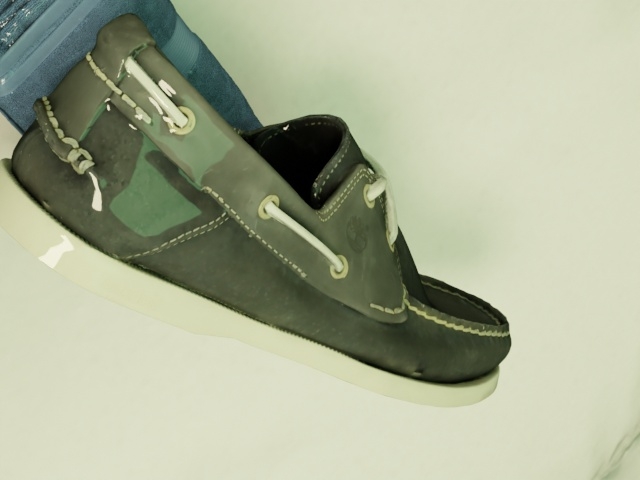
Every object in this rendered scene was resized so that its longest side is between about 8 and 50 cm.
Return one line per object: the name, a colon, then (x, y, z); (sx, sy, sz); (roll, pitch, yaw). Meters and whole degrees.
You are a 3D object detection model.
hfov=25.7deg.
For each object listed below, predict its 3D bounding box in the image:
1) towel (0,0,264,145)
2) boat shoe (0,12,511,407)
towel: (-0.066, -0.048, 0.474); (0.067, 0.029, 0.119); (-47, 136, -7)
boat shoe: (0.000, 0.000, 0.479); (0.233, 0.084, 0.079); (26, 98, -44)
